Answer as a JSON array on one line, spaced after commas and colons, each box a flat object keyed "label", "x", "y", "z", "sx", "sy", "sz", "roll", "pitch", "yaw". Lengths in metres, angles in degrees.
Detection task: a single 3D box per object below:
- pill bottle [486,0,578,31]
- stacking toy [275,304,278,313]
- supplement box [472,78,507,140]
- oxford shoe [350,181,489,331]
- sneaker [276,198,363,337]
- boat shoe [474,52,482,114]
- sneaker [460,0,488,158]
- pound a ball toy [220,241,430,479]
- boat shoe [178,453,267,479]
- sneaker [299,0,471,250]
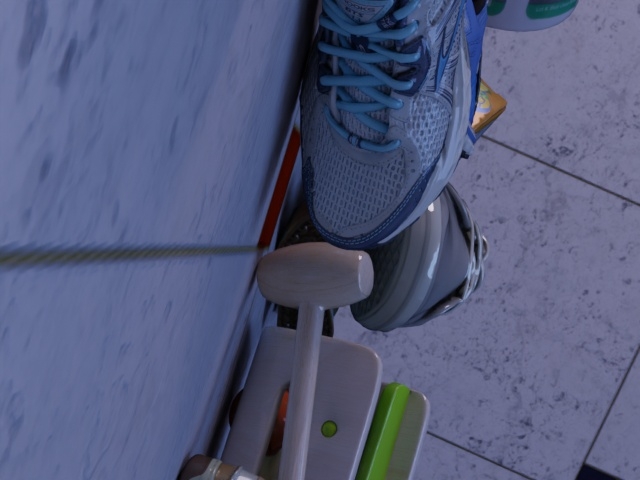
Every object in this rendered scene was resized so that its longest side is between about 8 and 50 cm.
[{"label": "pill bottle", "x": 0.225, "y": -0.419, "z": 1.341, "sx": 0.204, "sy": 0.204, "sz": 0.361, "roll": -69, "pitch": 176, "yaw": -50}, {"label": "stacking toy", "x": 0.013, "y": -0.010, "z": 1.205, "sx": 0.221, "sy": 0.052, "sz": 0.167, "roll": -8, "pitch": 115, "yaw": -87}, {"label": "supplement box", "x": 0.103, "y": -0.094, "z": 1.397, "sx": 0.080, "sy": 0.078, "sz": 0.233, "roll": -36, "pitch": 170, "yaw": -40}, {"label": "oxford shoe", "x": 0.096, "y": 0.007, "z": 1.200, "sx": 0.449, "sy": 0.130, "sz": 0.169, "roll": 74, "pitch": 31, "yaw": -88}, {"label": "sneaker", "x": 0.000, "y": 0.000, "z": 1.007, "sx": 0.192, "sy": 0.064, "sz": 0.086, "roll": 103, "pitch": -2, "yaw": -55}, {"label": "boat shoe", "x": 0.120, "y": -0.218, "z": 1.256, "sx": 0.073, "sy": 0.080, "sz": 0.223, "roll": -3, "pitch": 93, "yaw": -50}, {"label": "sneaker", "x": 0.089, "y": -0.159, "z": 1.064, "sx": 0.330, "sy": 0.130, "sz": 0.147, "roll": 48, "pitch": 62, "yaw": -86}, {"label": "pound a ball toy", "x": -0.037, "y": 0.174, "z": 0.903, "sx": 0.208, "sy": 0.136, "sz": 0.319, "roll": 45, "pitch": 59, "yaw": -59}, {"label": "boat shoe", "x": -0.074, "y": 0.230, "z": 0.781, "sx": 0.068, "sy": 0.072, "sz": 0.190, "roll": 7, "pitch": 100, "yaw": -86}, {"label": "sneaker", "x": 0.030, "y": -0.126, "z": 0.719, "sx": 0.122, "sy": 0.110, "sz": 0.283, "roll": -22, "pitch": 129, "yaw": -63}]
